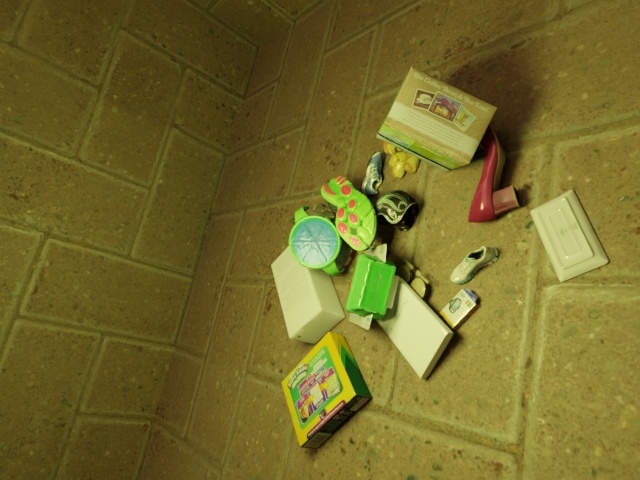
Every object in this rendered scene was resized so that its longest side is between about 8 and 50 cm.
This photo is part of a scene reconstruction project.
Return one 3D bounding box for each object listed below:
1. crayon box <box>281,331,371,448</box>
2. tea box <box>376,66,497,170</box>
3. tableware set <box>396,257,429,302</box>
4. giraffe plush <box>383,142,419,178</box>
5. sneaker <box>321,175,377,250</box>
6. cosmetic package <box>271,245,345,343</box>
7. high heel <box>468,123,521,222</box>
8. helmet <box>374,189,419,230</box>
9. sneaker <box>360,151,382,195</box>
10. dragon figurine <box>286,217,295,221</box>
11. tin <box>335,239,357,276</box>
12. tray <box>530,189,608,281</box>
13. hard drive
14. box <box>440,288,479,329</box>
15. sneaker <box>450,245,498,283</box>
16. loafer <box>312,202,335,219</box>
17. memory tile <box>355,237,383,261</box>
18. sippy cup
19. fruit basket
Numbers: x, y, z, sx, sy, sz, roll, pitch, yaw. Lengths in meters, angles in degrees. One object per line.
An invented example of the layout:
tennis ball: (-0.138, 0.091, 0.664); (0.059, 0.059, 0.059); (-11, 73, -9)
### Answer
crayon box: (0.011, 0.624, 1.890); (0.363, 0.106, 0.313); (-50, 39, 21)
tea box: (0.408, -0.432, 1.667); (0.323, 0.328, 0.220); (-56, -8, -87)
tableware set: (0.360, 0.164, 1.754); (0.194, 0.039, 0.129); (52, 127, 56)
giraffe plush: (0.346, -0.395, 1.950); (0.210, 0.170, 0.182); (-36, 47, 35)
sneaker: (0.150, -0.112, 1.970); (0.185, 0.202, 0.483); (-32, 37, 10)
cosmetic package: (-0.070, 0.231, 2.146); (0.230, 0.161, 0.454); (-45, 42, 26)
high heel: (0.577, -0.253, 1.620); (0.181, 0.127, 0.378); (-21, 59, 31)
helmet: (0.306, -0.128, 1.870); (0.161, 0.169, 0.170); (33, 98, 36)
sneaker: (0.258, -0.309, 2.103); (0.081, 0.080, 0.212); (18, 96, 47)
dragon figurine: (-0.029, -0.062, 2.217); (0.085, 0.288, 0.144); (-62, -1, 3)
tin: (0.107, 0.078, 2.114); (0.190, 0.040, 0.106); (-62, 33, 6)
tray: (0.749, -0.021, 1.379); (0.145, 0.030, 0.271); (-33, 48, 35)
hard drive: (0.337, 0.316, 1.666); (0.319, 0.040, 0.211); (52, 127, 50)
box: (0.489, 0.234, 1.570); (0.136, 0.028, 0.081); (-50, 40, 17)
sneaker: (0.518, 0.078, 1.569); (0.191, 0.082, 0.072); (-46, 43, 27)
loafer: (0.051, -0.145, 2.247); (0.251, 0.094, 0.088); (15, 84, 50)
memory tile: (0.217, 0.042, 2.015); (0.147, 0.012, 0.114); (-5, 68, 50)
sippy cup: (0.000, 0.000, 2.042); (0.239, 0.224, 0.306); (5, 95, 14)
fruit basket: (0.198, 0.186, 1.823); (0.353, 0.165, 0.328); (111, 174, -83)
